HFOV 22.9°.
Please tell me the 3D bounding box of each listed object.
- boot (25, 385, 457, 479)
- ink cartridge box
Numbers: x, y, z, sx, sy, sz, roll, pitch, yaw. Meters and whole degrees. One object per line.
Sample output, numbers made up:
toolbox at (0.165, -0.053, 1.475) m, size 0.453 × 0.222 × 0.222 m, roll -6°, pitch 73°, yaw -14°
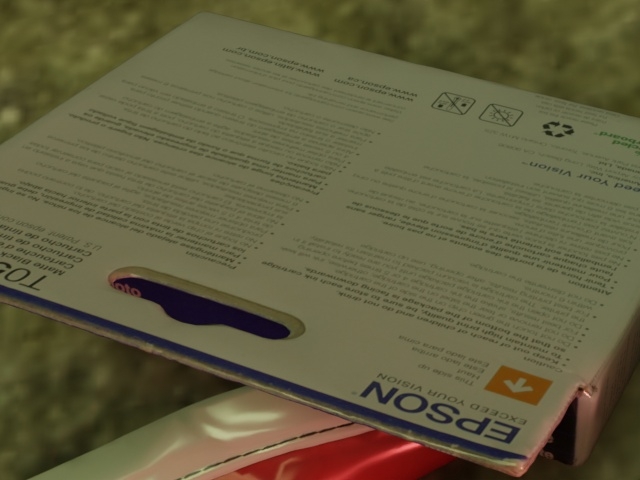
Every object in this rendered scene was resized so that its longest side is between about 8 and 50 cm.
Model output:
boot at (-0.036, 0.149, 0.511) m, size 0.244 × 0.088 × 0.176 m, roll -24°, pitch 74°, yaw -7°
ink cartridge box at (0.000, 0.000, 0.523) m, size 0.223 × 0.045 × 0.224 m, roll 17°, pitch 32°, yaw 21°
